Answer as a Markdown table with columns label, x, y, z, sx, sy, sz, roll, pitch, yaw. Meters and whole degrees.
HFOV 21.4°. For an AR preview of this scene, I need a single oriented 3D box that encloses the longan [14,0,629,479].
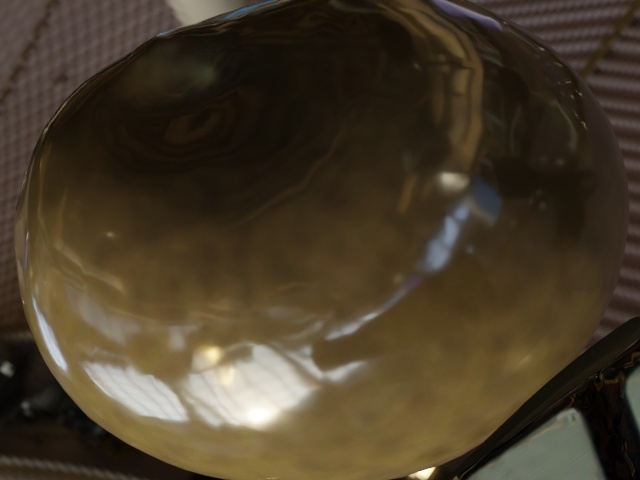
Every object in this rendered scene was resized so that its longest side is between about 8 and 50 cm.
| label | x | y | z | sx | sy | sz | roll | pitch | yaw |
| --- | --- | --- | --- | --- | --- | --- | --- | --- | --- |
| longan | 0.000 | 0.000 | 0.954 | 0.350 | 0.288 | 0.288 | -11 | -138 | 3 |

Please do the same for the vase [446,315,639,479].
| label | x | y | z | sx | sy | sz | roll | pitch | yaw |
| --- | --- | --- | --- | --- | --- | --- | --- | --- | --- |
| vase | 0.082 | 0.125 | 0.753 | 0.214 | 0.086 | 0.086 | -33 | -147 | -6 |

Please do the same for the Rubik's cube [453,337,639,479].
| label | x | y | z | sx | sy | sz | roll | pitch | yaw |
| --- | --- | --- | --- | --- | --- | --- | --- | --- | --- |
| Rubik's cube | 0.150 | 0.093 | 0.371 | 0.162 | 0.161 | 0.163 | -41 | -135 | 31 |
